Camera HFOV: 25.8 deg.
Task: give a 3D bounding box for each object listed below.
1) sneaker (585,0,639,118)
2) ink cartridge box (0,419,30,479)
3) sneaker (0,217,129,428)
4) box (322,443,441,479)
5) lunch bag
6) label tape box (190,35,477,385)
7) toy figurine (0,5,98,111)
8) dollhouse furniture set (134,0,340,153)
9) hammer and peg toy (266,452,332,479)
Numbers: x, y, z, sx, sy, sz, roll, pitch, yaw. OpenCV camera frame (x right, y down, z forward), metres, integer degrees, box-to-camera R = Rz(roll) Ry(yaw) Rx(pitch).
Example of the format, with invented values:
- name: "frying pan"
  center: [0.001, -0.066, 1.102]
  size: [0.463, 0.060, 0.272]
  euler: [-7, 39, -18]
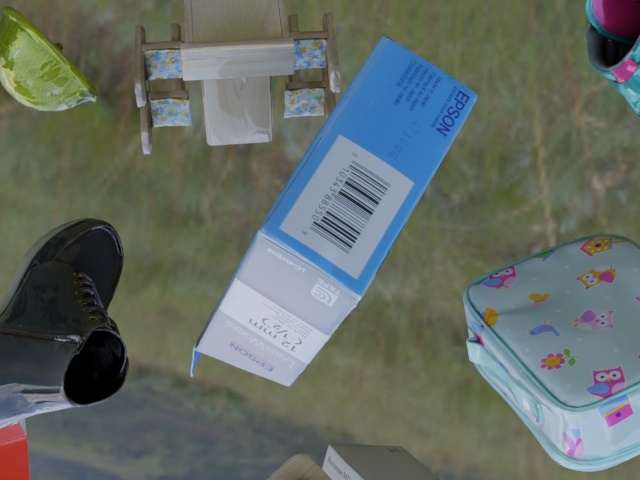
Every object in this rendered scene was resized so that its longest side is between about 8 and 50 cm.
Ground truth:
- name: "sneaker"
  center: [0.353, -0.217, 1.370]
  size: [0.178, 0.295, 0.124]
  euler: [40, 136, -8]
- name: "ink cartridge box"
  center: [-0.375, 0.185, 1.436]
  size: [0.145, 0.179, 0.045]
  euler: [-17, 158, 20]
- name: "sneaker"
  center: [-0.172, 0.058, 1.023]
  size: [0.118, 0.222, 0.083]
  euler: [-8, 124, 29]
- name: "box"
  center: [0.065, 0.407, 1.873]
  size: [0.127, 0.232, 0.148]
  euler: [7, -165, -31]
- name: "lunch bag"
  center: [0.281, 0.111, 1.463]
  size: [0.224, 0.108, 0.279]
  euler: [-24, -148, -9]
- name: "label tape box"
  center: [0.000, 0.000, 1.356]
  size: [0.115, 0.249, 0.348]
  euler: [31, 150, 0]
- name: "toy figurine"
  center: [-0.415, -0.196, 1.328]
  size: [0.362, 0.217, 0.191]
  euler: [49, 156, -25]
- name: "dollhouse furniture set"
  center: [-0.086, -0.168, 1.439]
  size: [0.212, 0.161, 0.242]
  euler: [-4, 142, -3]
- name: "hammer and peg toy"
  center: [-0.058, 0.401, 1.220]
  size: [0.266, 0.361, 0.127]
  euler: [46, 173, 7]
